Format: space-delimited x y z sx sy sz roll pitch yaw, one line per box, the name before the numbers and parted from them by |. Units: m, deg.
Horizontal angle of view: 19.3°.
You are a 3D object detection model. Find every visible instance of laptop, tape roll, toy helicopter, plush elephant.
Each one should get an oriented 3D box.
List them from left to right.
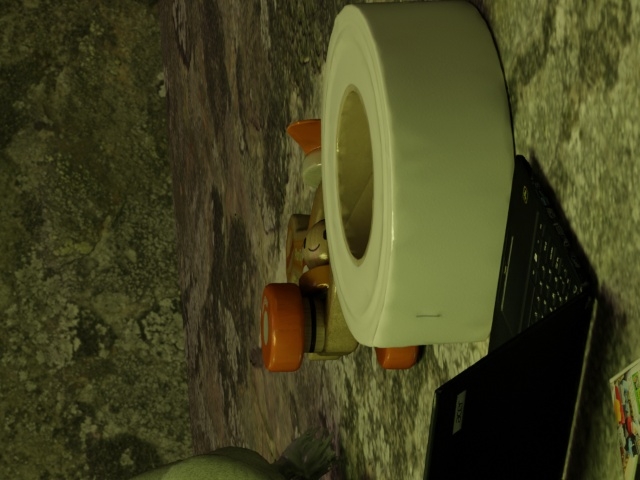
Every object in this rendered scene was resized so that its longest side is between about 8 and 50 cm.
plush elephant | -0.060 0.356 2.027 0.255 0.330 0.272 40 151 45
toy helicopter | 0.000 0.000 1.864 0.355 0.140 0.235 -166 75 -81
tape roll | 0.074 -0.054 1.546 0.286 0.100 0.286 177 90 -79
laptop | 0.104 0.108 1.328 0.264 0.137 0.234 -108 19 -53

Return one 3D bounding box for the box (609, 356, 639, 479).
box | 0.210 0.163 1.052 0.114 0.036 0.207 118 148 -69
